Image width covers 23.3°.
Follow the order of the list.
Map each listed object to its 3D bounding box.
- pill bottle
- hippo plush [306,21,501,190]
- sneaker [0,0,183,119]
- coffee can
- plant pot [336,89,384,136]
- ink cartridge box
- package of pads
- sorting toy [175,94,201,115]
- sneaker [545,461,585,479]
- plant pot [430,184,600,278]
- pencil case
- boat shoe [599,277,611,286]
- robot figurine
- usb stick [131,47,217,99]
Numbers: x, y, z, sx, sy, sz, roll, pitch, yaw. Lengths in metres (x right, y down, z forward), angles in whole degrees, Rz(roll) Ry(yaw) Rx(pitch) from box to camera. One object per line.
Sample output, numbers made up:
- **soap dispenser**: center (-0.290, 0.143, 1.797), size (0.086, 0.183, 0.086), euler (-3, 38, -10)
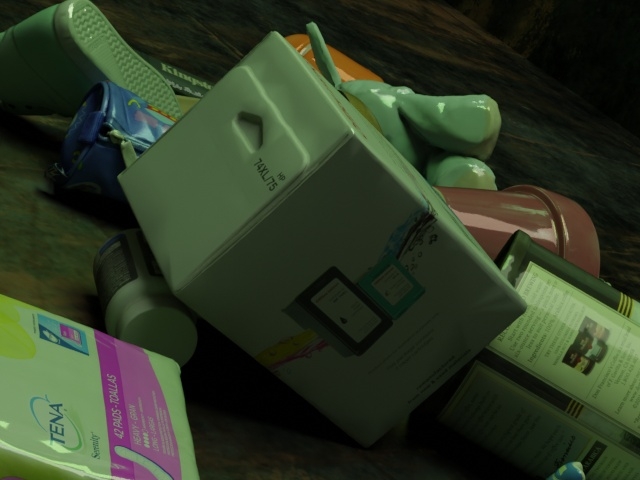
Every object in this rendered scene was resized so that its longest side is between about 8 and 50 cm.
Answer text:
- **pill bottle**: center (-0.147, 0.052, 1.312), size (0.078, 0.078, 0.137), euler (21, 20, -24)
- **hippo plush**: center (0.086, -0.079, 1.907), size (0.294, 0.234, 0.236), euler (23, -8, 12)
- **sneaker**: center (-0.253, -0.147, 1.668), size (0.256, 0.151, 0.094), euler (55, 37, -37)
- **coffee can**: center (0.254, 0.145, 1.473), size (0.275, 0.201, 0.201), euler (31, 18, 3)
- **plant pot**: center (0.044, -0.042, 1.629), size (0.032, 0.236, 0.236), euler (-7, 27, -10)
- **ink cartridge box**: center (0.000, 0.000, 1.345), size (0.270, 0.197, 0.198), euler (43, 9, -37)
- **package of pads**: center (-0.224, 0.115, 0.986), size (0.296, 0.101, 0.229), euler (22, 18, -19)
- **sorting toy**: center (-0.131, -0.101, 1.836), size (0.208, 0.038, 0.193), euler (44, 23, 28)
- **sneaker**: center (0.278, 0.269, 1.362), size (0.211, 0.081, 0.080), euler (27, 16, -10)
- **plant pot**: center (0.170, 0.023, 1.680), size (0.180, 0.201, 0.201), euler (17, 21, -30)
- **pencil case**: center (-0.119, -0.055, 1.575), size (0.306, 0.119, 0.133), euler (24, -6, -15)
- **boat shoe**: center (0.344, 0.084, 1.987), size (0.219, 0.070, 0.078), euler (28, 18, -3)
- **robot figurine**: center (0.002, -0.205, 2.165), size (0.219, 0.158, 0.128), euler (33, -15, 11)
- **usb stick**: center (-0.180, -0.194, 1.985), size (0.278, 0.045, 0.077), euler (22, 18, -23)
